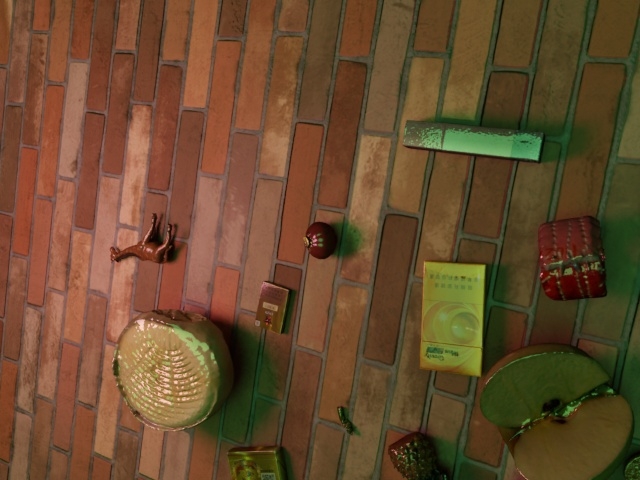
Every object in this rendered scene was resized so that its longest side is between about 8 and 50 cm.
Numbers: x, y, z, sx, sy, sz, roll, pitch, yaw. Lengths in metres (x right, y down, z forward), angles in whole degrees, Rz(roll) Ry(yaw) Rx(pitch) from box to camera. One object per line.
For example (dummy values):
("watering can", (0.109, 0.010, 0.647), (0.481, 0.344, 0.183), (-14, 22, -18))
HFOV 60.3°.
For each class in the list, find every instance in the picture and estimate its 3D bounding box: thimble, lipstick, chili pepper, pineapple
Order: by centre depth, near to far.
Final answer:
("thimble", (0.536, 0.039, 1.168), (0.124, 0.189, 0.163), (-8, 113, 27))
("lipstick", (0.357, -0.235, 1.301), (0.317, 0.066, 0.068), (12, 97, 24))
("pineapple", (0.265, 0.596, 1.363), (0.111, 0.119, 0.237), (-28, 83, -22))
("chili pepper", (0.065, 0.488, 1.489), (0.027, 0.022, 0.083), (-33, 75, 24))

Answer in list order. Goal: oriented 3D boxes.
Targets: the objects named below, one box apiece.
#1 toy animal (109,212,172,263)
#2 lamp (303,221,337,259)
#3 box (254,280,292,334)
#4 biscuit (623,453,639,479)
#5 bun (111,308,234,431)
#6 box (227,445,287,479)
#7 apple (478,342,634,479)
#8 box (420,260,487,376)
("toy animal", (-0.565, 0.018, 1.736), (0.224, 0.066, 0.230), (35, 111, 19))
("lamp", (0.000, 0.000, 1.463), (0.101, 0.089, 0.101), (173, 90, -66))
("box", (-0.136, 0.190, 1.568), (0.090, 0.023, 0.134), (15, 98, 25))
("biscuit", (0.776, 0.510, 1.157), (0.249, 0.036, 0.166), (6, 94, 21))
("bun", (-0.409, 0.358, 1.604), (0.363, 0.202, 0.365), (3, 98, 19))
("box", (-0.165, 0.757, 1.594), (0.172, 0.043, 0.312), (-12, 88, 24))
("apple", (0.498, 0.366, 1.172), (0.257, 0.233, 0.295), (-34, 67, 8))
("box", (0.325, 0.187, 1.345), (0.152, 0.043, 0.270), (4, 93, 25))
